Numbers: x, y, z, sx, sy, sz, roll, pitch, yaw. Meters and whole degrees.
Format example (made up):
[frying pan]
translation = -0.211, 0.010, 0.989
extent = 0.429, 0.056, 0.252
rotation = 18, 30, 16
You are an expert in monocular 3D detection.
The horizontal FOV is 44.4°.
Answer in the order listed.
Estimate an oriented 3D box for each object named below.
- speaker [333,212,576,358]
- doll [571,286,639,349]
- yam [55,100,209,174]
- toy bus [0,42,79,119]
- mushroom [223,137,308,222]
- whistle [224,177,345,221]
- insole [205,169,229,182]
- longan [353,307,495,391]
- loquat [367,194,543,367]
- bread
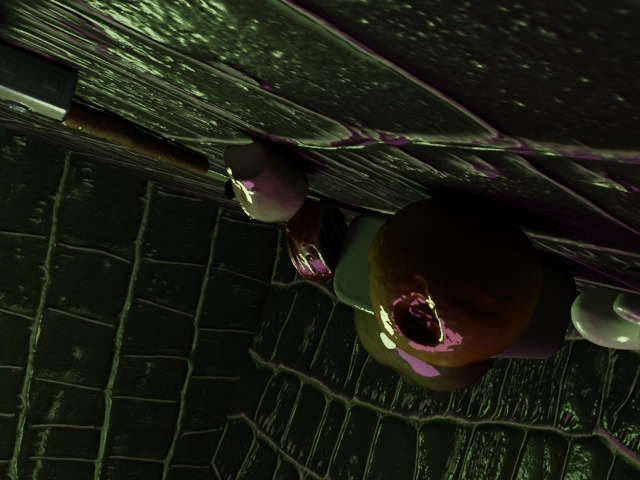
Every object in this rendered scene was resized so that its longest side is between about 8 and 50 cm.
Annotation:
[speaker]
translation = 0.227, 0.079, 1.365
extent = 0.184, 0.183, 0.406
rotation = 13, -177, -42
[doll]
translation = 0.494, 0.158, 0.878
extent = 0.365, 0.187, 0.376
rotation = 26, -164, 0
[yam]
translation = -0.306, -0.169, 1.325
extent = 0.327, 0.045, 0.045
rotation = 19, -148, -56
[toy bus]
translation = -0.383, -0.200, 0.915
extent = 0.190, 0.064, 0.075
rotation = 20, 172, -28
[mushroom]
translation = -0.082, -0.077, 1.128
extent = 0.123, 0.095, 0.351
rotation = 36, 175, -2
[whistle]
translation = -0.063, -0.068, 1.612
extent = 0.304, 0.062, 0.062
rotation = 21, 177, -43
[insole]
translation = -0.155, -0.118, 1.783
extent = 0.348, 0.009, 0.119
rotation = 19, 177, -19
[longan]
translation = 0.254, 0.187, 1.852
extent = 0.361, 0.361, 0.361
rotation = 18, 178, 1
[loquat]
translation = 0.156, 0.050, 0.946
extent = 0.213, 0.213, 0.213
rotation = 18, 178, 1
[bread]
translation = 0.000, 0.000, 1.505
extent = 0.073, 0.160, 0.160
rotation = -9, 165, 28
